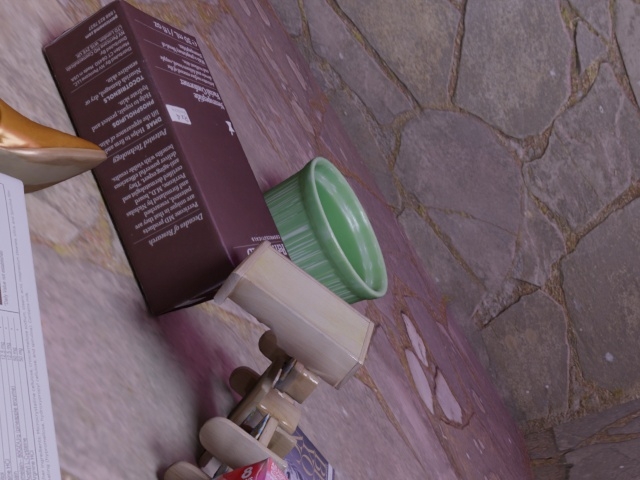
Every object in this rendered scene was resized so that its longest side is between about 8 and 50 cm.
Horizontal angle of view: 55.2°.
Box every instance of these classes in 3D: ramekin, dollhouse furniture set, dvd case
[{"bbox_3d":[0.000,0.000,1.223,0.303,0.148,0.303,53,21,-31],"label":"ramekin"},{"bbox_3d":[-0.080,0.149,0.699,0.161,0.242,0.212,37,21,-2],"label":"dollhouse furniture set"},{"bbox_3d":[-0.043,0.329,0.869,0.221,0.018,0.164,56,19,-24],"label":"dvd case"}]

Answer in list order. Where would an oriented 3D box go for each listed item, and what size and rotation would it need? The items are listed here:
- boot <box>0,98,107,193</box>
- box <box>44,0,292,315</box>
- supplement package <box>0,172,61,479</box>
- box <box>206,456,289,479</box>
[{"bbox_3d":[-0.336,-0.147,0.551,0.211,0.104,0.295,65,22,2],"label":"boot"},{"bbox_3d":[-0.198,-0.107,0.833,0.381,0.143,0.191,67,18,4],"label":"box"},{"bbox_3d":[-0.289,0.056,0.248,0.263,0.199,0.197,29,39,-61],"label":"supplement package"},{"bbox_3d":[-0.040,0.377,0.592,0.299,0.154,0.142,56,20,-21],"label":"box"}]
